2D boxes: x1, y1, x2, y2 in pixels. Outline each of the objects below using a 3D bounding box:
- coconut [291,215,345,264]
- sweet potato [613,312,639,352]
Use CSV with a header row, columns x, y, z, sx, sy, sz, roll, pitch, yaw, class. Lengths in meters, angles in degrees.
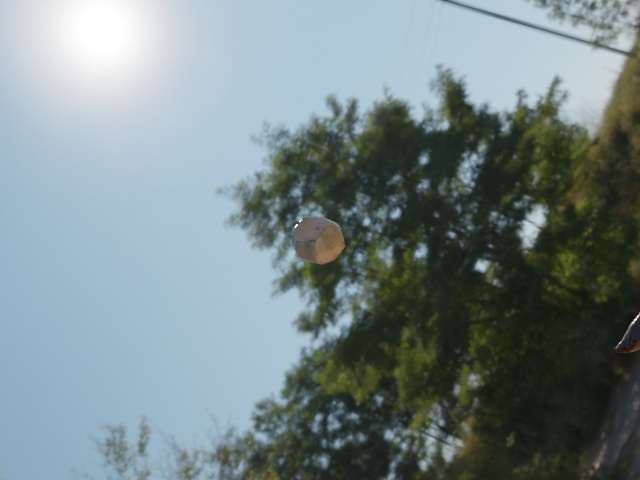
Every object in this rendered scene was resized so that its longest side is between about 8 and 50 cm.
x,y,z,sx,sy,sz,roll,pitch,yaw,class
0.000,0.000,1.745,0.110,0.125,0.110,-25,-61,-59,coconut
0.577,0.104,1.250,0.264,0.057,0.057,-51,-8,33,sweet potato
